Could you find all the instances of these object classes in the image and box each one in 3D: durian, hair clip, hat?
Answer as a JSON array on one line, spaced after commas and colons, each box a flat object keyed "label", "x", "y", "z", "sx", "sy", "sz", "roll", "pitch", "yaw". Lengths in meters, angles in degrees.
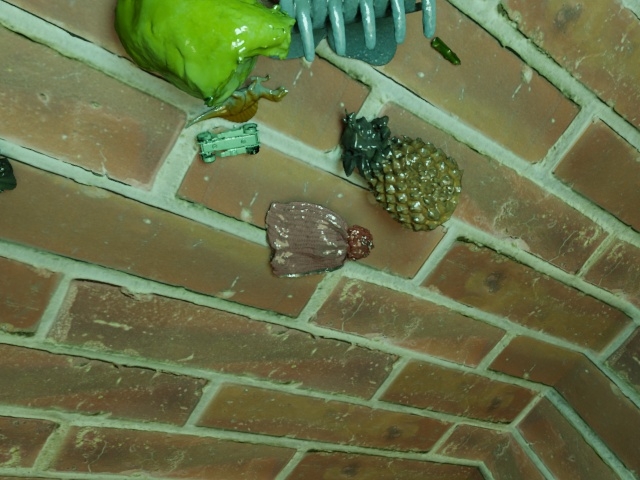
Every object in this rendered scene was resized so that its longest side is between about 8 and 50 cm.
[{"label": "durian", "x": -0.231, "y": -0.360, "z": 0.926, "sx": 0.340, "sy": 0.204, "sz": 0.256, "roll": 30, "pitch": 152, "yaw": -1}, {"label": "hair clip", "x": 0.042, "y": -0.485, "z": 0.996, "sx": 0.319, "sy": 0.238, "sz": 0.392, "roll": -14, "pitch": 126, "yaw": -11}, {"label": "hat", "x": 0.000, "y": 0.000, "z": 1.377, "sx": 0.287, "sy": 0.107, "sz": 0.236, "roll": 0, "pitch": 125, "yaw": 6}]

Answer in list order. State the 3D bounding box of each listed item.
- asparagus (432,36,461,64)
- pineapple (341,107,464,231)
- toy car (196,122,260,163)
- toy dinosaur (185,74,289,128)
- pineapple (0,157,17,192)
[{"label": "asparagus", "x": 0.305, "y": -0.458, "z": 1.252, "sx": 0.108, "sy": 0.021, "sz": 0.025, "roll": 26, "pitch": 113, "yaw": -34}, {"label": "pineapple", "x": 0.171, "y": -0.185, "z": 1.283, "sx": 0.357, "sy": 0.223, "sz": 0.223, "roll": 32, "pitch": 107, "yaw": -16}, {"label": "toy car", "x": -0.209, "y": -0.226, "z": 1.178, "sx": 0.143, "sy": 0.054, "sz": 0.073, "roll": -14, "pitch": 128, "yaw": -11}, {"label": "toy dinosaur", "x": -0.189, "y": -0.303, "z": 1.147, "sx": 0.212, "sy": 0.057, "sz": 0.142, "roll": -35, "pitch": 149, "yaw": 18}, {"label": "pineapple", "x": -0.764, "y": -0.110, "z": 0.988, "sx": 0.310, "sy": 0.141, "sz": 0.170, "roll": -12, "pitch": 121, "yaw": -24}]
